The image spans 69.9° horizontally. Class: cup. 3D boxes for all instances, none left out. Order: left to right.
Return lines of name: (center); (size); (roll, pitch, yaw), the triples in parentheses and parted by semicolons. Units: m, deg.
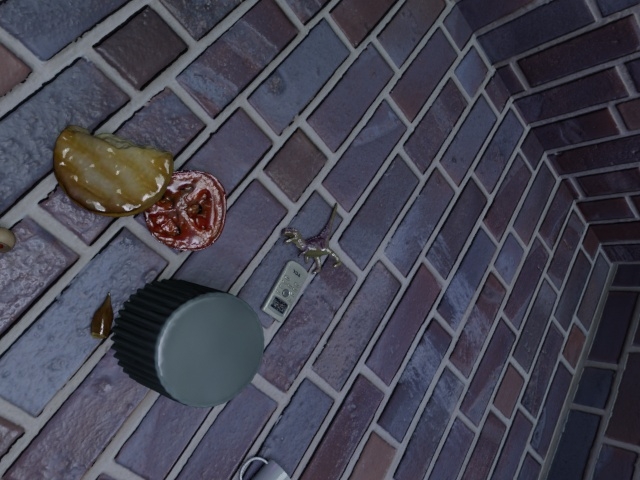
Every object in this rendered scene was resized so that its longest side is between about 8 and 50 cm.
cup: (-0.172, 0.710, 1.335); (0.133, 0.136, 0.099); (-40, 151, -29)

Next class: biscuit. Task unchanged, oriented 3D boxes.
biscuit: (-0.514, -0.164, 1.124); (0.274, 0.091, 0.213); (21, 80, -12)

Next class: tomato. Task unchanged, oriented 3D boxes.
tomato: (-0.365, -0.084, 1.244); (0.228, 0.101, 0.227); (0, 89, -20)

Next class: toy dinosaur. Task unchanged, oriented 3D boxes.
toy dinosaur: (0.001, -0.001, 1.507); (0.251, 0.072, 0.199); (-23, 90, -23)

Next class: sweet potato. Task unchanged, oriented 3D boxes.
sweet potato: (-0.538, 0.186, 1.137); (0.049, 0.049, 0.117); (16, 74, -33)

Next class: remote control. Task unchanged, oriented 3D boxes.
remote control: (-0.110, 0.157, 1.441); (0.087, 0.029, 0.190); (41, 65, -26)

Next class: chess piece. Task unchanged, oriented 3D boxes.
chess piece: (-0.718, -0.003, 1.004); (0.084, 0.084, 0.038); (14, 61, -33)

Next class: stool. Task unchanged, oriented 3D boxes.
stool: (-0.321, 0.241, 1.110); (0.297, 0.330, 0.297); (2, 86, -34)
